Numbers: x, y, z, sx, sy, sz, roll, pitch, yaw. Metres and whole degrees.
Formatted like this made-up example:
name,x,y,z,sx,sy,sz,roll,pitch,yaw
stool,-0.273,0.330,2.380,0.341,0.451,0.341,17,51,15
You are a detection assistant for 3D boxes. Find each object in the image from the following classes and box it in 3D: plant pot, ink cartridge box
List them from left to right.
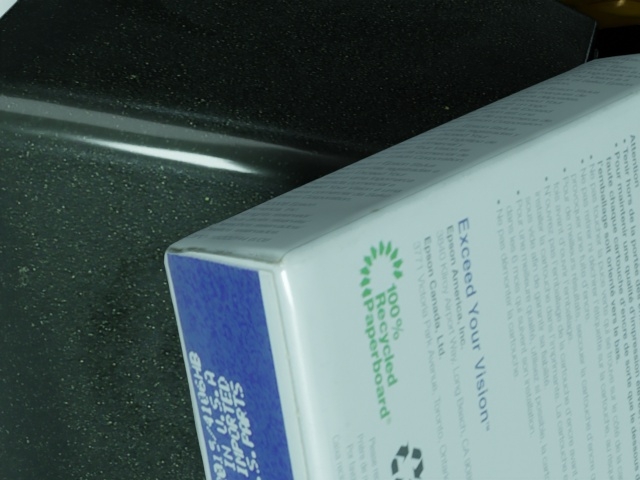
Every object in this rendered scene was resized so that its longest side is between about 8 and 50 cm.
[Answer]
name,x,y,z,sx,sy,sz,roll,pitch,yaw
plant pot,0.000,0.000,0.549,0.167,0.187,0.188,7,33,12
ink cartridge box,0.071,0.070,0.438,0.224,0.223,0.045,-23,22,-40

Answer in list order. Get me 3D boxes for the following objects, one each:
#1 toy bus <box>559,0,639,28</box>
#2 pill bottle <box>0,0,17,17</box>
name,x,y,z,sx,sy,sz,roll,pitch,yaw
toy bus,0.099,-0.137,0.714,0.104,0.191,0.202,17,38,-32
pill bottle,-0.222,-0.137,0.673,0.210,0.210,0.363,-28,34,-10
